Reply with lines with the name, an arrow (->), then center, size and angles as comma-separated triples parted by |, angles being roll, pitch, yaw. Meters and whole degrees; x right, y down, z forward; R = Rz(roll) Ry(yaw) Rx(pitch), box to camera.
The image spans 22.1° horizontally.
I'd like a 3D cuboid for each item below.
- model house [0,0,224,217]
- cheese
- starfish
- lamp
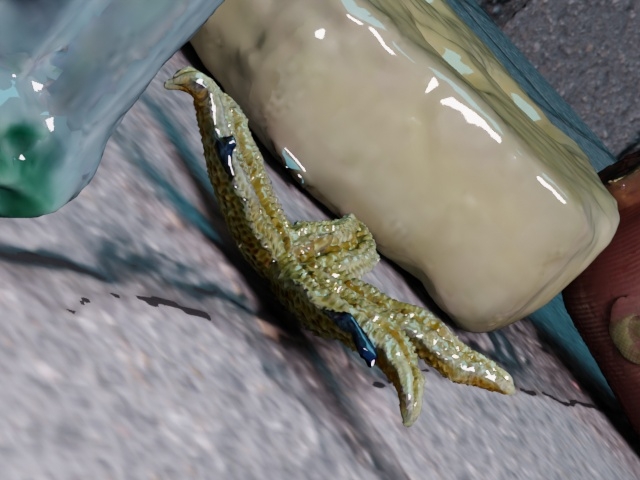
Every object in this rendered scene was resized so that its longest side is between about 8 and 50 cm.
model house -> -0.116, -0.167, 0.330 | 0.252, 0.295, 0.329 | 43, 11, 4
cheese -> 0.041, -0.091, 0.974 | 0.318, 0.115, 0.326 | 29, 21, -52
starfish -> 0.000, 0.000, 0.716 | 0.208, 0.053, 0.176 | 52, 14, 9
lamp -> 0.254, 0.059, 1.051 | 0.258, 0.180, 0.180 | 61, 12, -5
